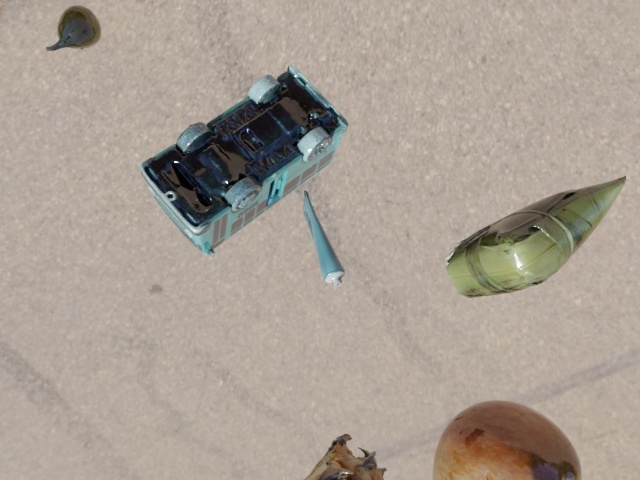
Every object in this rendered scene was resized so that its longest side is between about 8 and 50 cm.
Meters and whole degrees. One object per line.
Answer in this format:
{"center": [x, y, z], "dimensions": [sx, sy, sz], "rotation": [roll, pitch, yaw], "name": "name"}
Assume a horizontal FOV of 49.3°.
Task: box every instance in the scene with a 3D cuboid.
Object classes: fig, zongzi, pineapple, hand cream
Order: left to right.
{"center": [-0.441, -0.374, 1.254], "dimensions": [0.084, 0.098, 0.082], "rotation": [14, 149, 29], "name": "fig"}
{"center": [-0.001, 0.232, 0.608], "dimensions": [0.116, 0.137, 0.069], "rotation": [-45, 78, 25], "name": "pineapple"}
{"center": [0.000, 0.000, 1.506], "dimensions": [0.048, 0.224, 0.083], "rotation": [-16, 151, -12], "name": "hand cream"}
{"center": [0.154, -0.005, 0.511], "dimensions": [0.052, 0.113, 0.104], "rotation": [55, 159, -4], "name": "zongzi"}

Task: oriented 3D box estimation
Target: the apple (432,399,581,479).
{"center": [0.255, 0.316, 0.955], "dimensions": [0.174, 0.188, 0.188], "rotation": [17, 141, 46], "name": "apple"}

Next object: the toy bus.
{"center": [-0.101, -0.100, 0.929], "dimensions": [0.128, 0.256, 0.147], "rotation": [48, 159, 11], "name": "toy bus"}
